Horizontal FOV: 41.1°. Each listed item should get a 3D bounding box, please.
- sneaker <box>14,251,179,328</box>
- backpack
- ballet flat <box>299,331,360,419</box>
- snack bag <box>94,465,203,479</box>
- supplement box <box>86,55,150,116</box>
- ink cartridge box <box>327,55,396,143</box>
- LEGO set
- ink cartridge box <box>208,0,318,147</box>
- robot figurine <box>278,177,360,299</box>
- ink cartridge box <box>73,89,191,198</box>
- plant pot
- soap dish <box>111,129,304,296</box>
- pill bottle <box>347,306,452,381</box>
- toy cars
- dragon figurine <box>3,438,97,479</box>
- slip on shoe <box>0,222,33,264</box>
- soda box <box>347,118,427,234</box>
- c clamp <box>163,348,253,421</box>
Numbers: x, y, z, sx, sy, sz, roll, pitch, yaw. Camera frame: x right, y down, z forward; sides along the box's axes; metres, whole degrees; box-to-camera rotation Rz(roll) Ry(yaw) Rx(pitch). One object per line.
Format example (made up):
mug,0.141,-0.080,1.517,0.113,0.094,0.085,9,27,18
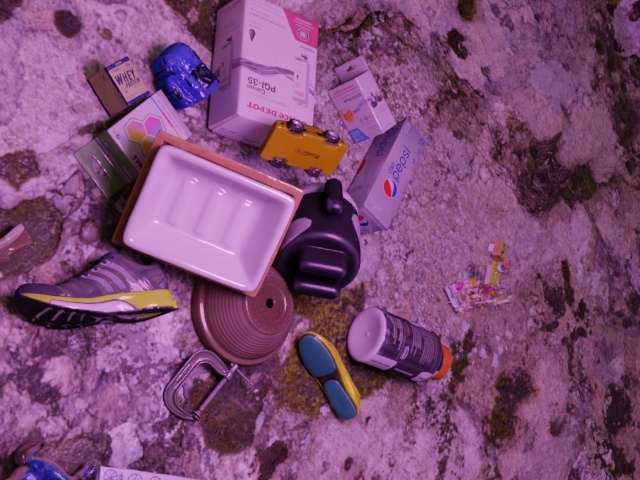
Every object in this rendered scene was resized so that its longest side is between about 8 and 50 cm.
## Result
sneaker,-0.402,0.085,1.529,0.300,0.111,0.121,2,65,-43
backpack,-0.279,-0.331,1.714,0.120,0.098,0.101,53,56,-20
ballet flat,0.024,0.284,1.862,0.231,0.077,0.077,62,29,-15
snack bag,-0.299,0.581,1.485,0.323,0.037,0.343,30,61,-50
supplement box,-0.384,-0.292,1.625,0.056,0.083,0.083,-41,107,-38
ink cartridge box,0.090,-0.331,2.021,0.061,0.104,0.181,-37,104,-39
LEGO set,0.450,0.106,2.229,0.287,0.107,0.132,-36,104,-39
ink cartridge box,-0.119,-0.355,1.841,0.207,0.117,0.283,14,71,-38
robot figurine,0.003,-0.001,1.789,0.173,0.209,0.278,45,26,-28
ink cartridge box,-0.356,-0.186,1.639,0.209,0.062,0.109,-48,112,-36
plant pot,-0.134,0.132,1.728,0.237,0.109,0.237,11,73,-38
soap dish,-0.209,-0.052,1.596,0.290,0.118,0.229,22,103,-14
pill bottle,0.191,0.248,1.962,0.245,0.130,0.130,25,65,-34
toy cars,-0.138,-0.160,1.737,0.393,0.087,0.176,-23,136,-11
dragon figurine,-0.484,0.421,1.382,0.289,0.085,0.144,-32,101,-41
slip on shoe,-0.545,0.024,1.444,0.041,0.051,0.135,54,44,-14
soda box,0.150,-0.152,2.037,0.091,0.098,0.286,44,56,-26
c clamp,-0.222,0.288,1.662,0.161,0.022,0.137,-45,110,-25
